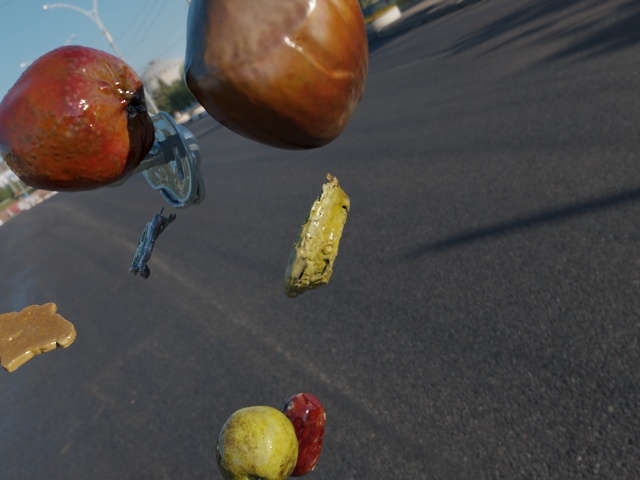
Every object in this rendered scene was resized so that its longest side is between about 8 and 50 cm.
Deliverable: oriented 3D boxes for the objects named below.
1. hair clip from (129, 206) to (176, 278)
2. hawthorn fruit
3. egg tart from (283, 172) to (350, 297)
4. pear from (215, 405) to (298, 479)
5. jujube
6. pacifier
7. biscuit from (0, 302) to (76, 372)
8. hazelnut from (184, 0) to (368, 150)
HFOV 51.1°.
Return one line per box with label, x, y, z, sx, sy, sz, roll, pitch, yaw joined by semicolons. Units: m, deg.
hair clip;-0.417;0.005;1.634;0.146;0.056;0.187;-13;49;61
hawthorn fruit;-0.490;-0.215;1.273;0.330;0.287;0.287;-17;18;15
egg tart;0.000;0.000;1.415;0.279;0.095;0.279;21;-90;-88
pear;-0.141;0.486;1.535;0.197;0.197;0.197;-27;15;8
jujube;-0.062;0.537;1.846;0.155;0.155;0.230;-92;21;-73
pacifier;-0.397;-0.170;1.494;0.233;0.244;0.299;-20;28;-33
biscuit;-0.549;0.173;1.217;0.250;0.035;0.162;3;35;22
hazelnut;-0.068;-0.326;1.133;0.315;0.372;0.372;-21;17;36
